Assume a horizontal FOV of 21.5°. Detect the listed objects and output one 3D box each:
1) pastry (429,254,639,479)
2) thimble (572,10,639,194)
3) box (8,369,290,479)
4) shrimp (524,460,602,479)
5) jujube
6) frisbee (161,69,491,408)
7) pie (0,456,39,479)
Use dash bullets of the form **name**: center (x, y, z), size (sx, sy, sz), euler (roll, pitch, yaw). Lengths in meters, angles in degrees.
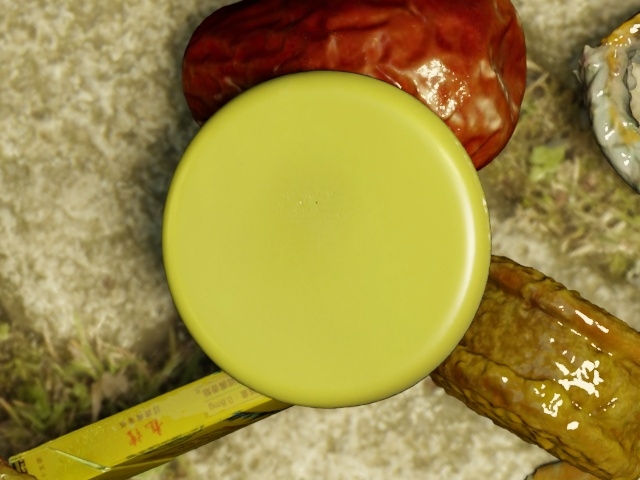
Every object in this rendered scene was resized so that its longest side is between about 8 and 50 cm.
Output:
- **pastry**: center (0.161, 0.091, 1.191), size (0.189, 0.189, 0.103), euler (29, 85, 14)
- **thimble**: center (0.261, -0.092, 1.211), size (0.127, 0.118, 0.151), euler (-26, 82, 12)
- **box**: center (-0.080, 0.125, 1.266), size (0.279, 0.153, 0.041), euler (-24, 81, 12)
- **shrimp**: center (0.204, 0.250, 1.247), size (0.178, 0.034, 0.124), euler (46, 101, 14)
- **jujube**: center (0.024, -0.121, 1.250), size (0.255, 0.190, 0.190), euler (0, 86, 33)
- **frisbee**: center (0.000, 0.000, 1.151), size (0.236, 0.017, 0.236), euler (1, 93, 17)
- **pie**: center (-0.303, 0.234, 1.266), size (0.355, 0.103, 0.288), euler (-22, 103, 50)
